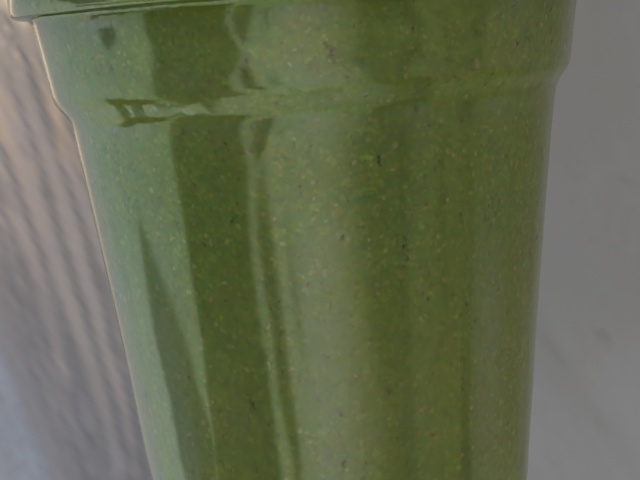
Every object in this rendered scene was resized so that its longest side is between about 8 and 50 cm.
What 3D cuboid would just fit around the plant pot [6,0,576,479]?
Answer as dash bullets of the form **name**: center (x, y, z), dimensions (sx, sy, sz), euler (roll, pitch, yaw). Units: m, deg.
- **plant pot**: center (0.000, 0.000, 0.859), dimensions (0.276, 0.276, 0.254), euler (-167, 72, -69)
